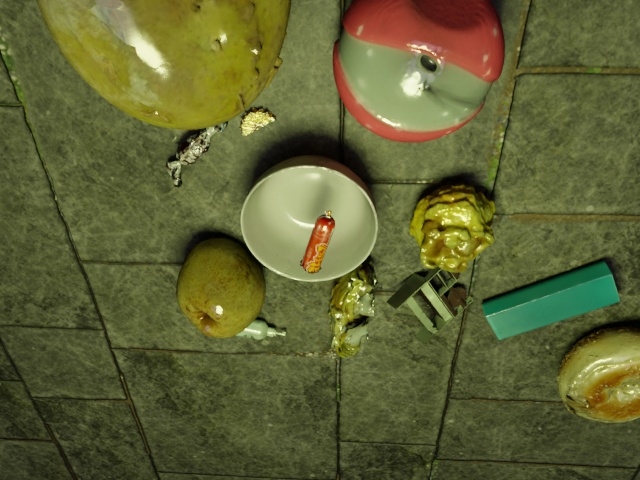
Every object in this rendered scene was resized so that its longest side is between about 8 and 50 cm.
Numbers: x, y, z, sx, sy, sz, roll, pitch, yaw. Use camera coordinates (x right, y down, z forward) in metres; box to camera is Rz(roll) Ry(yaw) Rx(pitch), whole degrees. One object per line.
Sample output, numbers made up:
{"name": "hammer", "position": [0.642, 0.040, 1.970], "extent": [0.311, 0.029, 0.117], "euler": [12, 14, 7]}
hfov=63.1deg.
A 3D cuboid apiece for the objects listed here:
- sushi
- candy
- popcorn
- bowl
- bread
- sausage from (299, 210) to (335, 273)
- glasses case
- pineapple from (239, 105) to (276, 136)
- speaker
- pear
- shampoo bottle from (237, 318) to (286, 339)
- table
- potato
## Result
{"name": "sushi", "position": [0.083, 0.182, 1.306], "extent": [0.131, 0.139, 0.290], "euler": [7, 125, -11]}
{"name": "candy", "position": [-0.261, -0.197, 1.086], "extent": [0.051, 0.093, 0.226], "euler": [24, 132, -35]}
{"name": "popcorn", "position": [0.288, -0.028, 1.126], "extent": [0.198, 0.155, 0.197], "euler": [-3, 119, -6]}
{"name": "bowl", "position": [-0.019, -0.065, 1.124], "extent": [0.287, 0.143, 0.286], "euler": [2, 127, 3]}
{"name": "bread", "position": [0.766, 0.343, 1.357], "extent": [0.306, 0.158, 0.305], "euler": [0, 127, 0]}
{"name": "sausage", "position": [0.000, 0.000, 1.056], "extent": [0.050, 0.048, 0.145], "euler": [13, 124, -12]}
{"name": "glasses case", "position": [0.563, 0.148, 1.289], "extent": [0.301, 0.070, 0.117], "euler": [-24, 127, 18]}
{"name": "pineapple", "position": [-0.137, -0.250, 1.076], "extent": [0.083, 0.019, 0.045], "euler": [-25, 127, 19]}
{"name": "speaker", "position": [0.165, -0.308, 0.915], "extent": [0.295, 0.294, 0.294], "euler": [2, 126, 3]}
{"name": "pear", "position": [-0.237, 0.117, 1.231], "extent": [0.188, 0.211, 0.228], "euler": [-27, 119, 24]}
{"name": "shampoo bottle", "position": [-0.189, 0.237, 1.412], "extent": [0.195, 0.056, 0.056], "euler": [11, 126, -3]}
{"name": "table", "position": [0.277, 0.148, 1.303], "extent": [0.175, 0.062, 0.146], "euler": [-43, 117, -6]}
{"name": "potato", "position": [-0.245, -0.376, 0.815], "extent": [0.386, 0.319, 0.442], "euler": [-21, 125, 19]}
